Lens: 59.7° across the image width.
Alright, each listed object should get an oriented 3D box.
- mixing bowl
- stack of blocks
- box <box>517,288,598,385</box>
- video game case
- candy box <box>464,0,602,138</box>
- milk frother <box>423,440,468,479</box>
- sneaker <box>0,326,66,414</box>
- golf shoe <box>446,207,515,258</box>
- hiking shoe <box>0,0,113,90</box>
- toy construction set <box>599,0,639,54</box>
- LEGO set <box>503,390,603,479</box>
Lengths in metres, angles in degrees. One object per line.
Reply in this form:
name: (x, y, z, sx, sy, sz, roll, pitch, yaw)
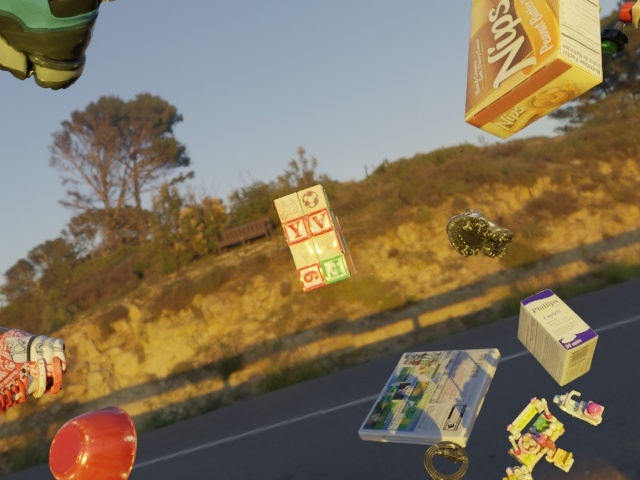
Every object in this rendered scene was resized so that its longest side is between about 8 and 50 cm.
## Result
mixing bowl: (-0.467, 0.418, 1.106, 0.181, 0.182, 0.098, -19, -30, 23)
stack of blocks: (0.000, 0.000, 1.109, 0.087, 0.171, 0.297, -19, -4, 5)
box: (0.460, 0.189, 1.095, 0.072, 0.137, 0.126, -24, -45, -10)
video game case: (0.294, 0.409, 1.486, 0.299, 0.036, 0.329, -12, 23, 39)
candy box: (0.312, -0.335, 0.834, 0.087, 0.317, 0.183, 16, -22, -21)
milk frother: (0.194, 0.419, 0.908, 0.143, 0.129, 0.135, -53, -3, -34)
sneaker: (-0.515, 0.241, 0.934, 0.144, 0.090, 0.270, 13, 20, -16)
golf shoe: (0.274, -0.018, 1.031, 0.198, 0.094, 0.077, 15, -68, -47)
hiking shoe: (-0.362, -0.265, 0.526, 0.304, 0.113, 0.132, 15, -54, -38)
toy construction set: (0.704, -0.445, 1.019, 0.257, 0.237, 0.309, 29, 1, -19)
LEGO set: (0.345, 0.359, 0.879, 0.132, 0.107, 0.287, 8, 56, 36)
